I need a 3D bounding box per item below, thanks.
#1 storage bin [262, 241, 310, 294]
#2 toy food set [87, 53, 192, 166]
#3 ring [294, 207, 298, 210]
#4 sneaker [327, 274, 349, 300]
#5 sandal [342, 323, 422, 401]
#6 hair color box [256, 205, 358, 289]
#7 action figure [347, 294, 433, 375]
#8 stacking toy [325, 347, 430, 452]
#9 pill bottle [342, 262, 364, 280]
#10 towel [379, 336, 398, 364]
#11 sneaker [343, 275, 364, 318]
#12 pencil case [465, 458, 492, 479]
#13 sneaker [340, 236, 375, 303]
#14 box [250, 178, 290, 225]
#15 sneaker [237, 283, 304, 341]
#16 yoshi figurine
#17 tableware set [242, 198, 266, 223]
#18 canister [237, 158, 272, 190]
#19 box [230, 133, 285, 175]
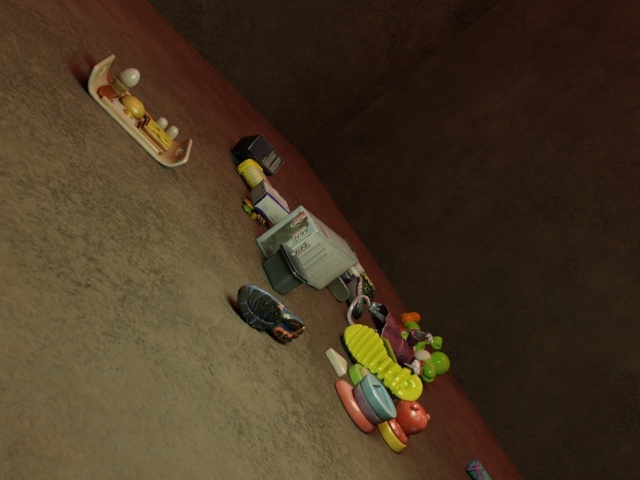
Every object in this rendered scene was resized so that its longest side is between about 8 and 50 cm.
[{"bbox_3d":[-0.102,0.090,1.515,0.098,0.091,0.135,42,15,-49],"label":"storage bin"},{"bbox_3d":[-0.461,-0.344,1.379,0.306,0.092,0.219,47,11,-26],"label":"toy food set"},{"bbox_3d":[0.000,0.000,2.175,0.336,0.032,0.336,52,-12,16],"label":"ring"},{"bbox_3d":[0.043,0.139,2.106,0.221,0.083,0.118,63,5,1],"label":"sneaker"},{"bbox_3d":[0.182,0.413,1.702,0.317,0.126,0.138,49,-30,22],"label":"sandal"},{"bbox_3d":[-0.032,0.037,1.753,0.113,0.185,0.374,58,11,27],"label":"hair color box"},{"bbox_3d":[0.264,0.411,1.971,0.276,0.248,0.370,21,-18,51],"label":"action figure"},{"bbox_3d":[0.166,0.420,1.475,0.309,0.130,0.279,44,13,-44],"label":"stacking toy"},{"bbox_3d":[0.132,0.153,2.314,0.067,0.120,0.067,50,9,-12],"label":"pill bottle"},{"bbox_3d":[0.238,0.429,1.767,0.102,0.021,0.237,-5,-69,56],"label":"towel"},{"bbox_3d":[0.131,0.241,2.198,0.223,0.098,0.083,-79,164,-51],"label":"sneaker"},{"bbox_3d":[0.634,0.932,2.036,0.151,0.065,0.070,53,-7,5],"label":"pencil case"},{"bbox_3d":[0.130,0.136,2.424,0.343,0.134,0.146,61,2,-2],"label":"sneaker"},{"bbox_3d":[-0.180,-0.134,1.872,0.126,0.072,0.137,42,14,-30],"label":"box"},{"bbox_3d":[-0.127,0.164,1.218,0.087,0.083,0.221,43,-5,45],"label":"sneaker"},{"bbox_3d":[0.498,0.525,2.512,0.203,0.203,0.362,53,10,-40],"label":"yoshi figurine"},{"bbox_3d":[-0.232,-0.105,1.825,0.104,0.024,0.154,47,12,-15],"label":"tableware set"},{"bbox_3d":[-0.242,-0.223,2.047,0.169,0.073,0.126,57,10,19],"label":"canister"},{"bbox_3d":[-0.261,-0.350,2.165,0.156,0.093,0.158,7,-34,53],"label":"box"}]
